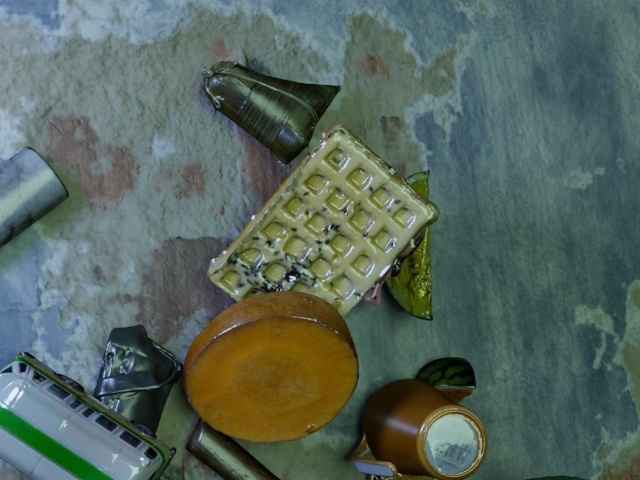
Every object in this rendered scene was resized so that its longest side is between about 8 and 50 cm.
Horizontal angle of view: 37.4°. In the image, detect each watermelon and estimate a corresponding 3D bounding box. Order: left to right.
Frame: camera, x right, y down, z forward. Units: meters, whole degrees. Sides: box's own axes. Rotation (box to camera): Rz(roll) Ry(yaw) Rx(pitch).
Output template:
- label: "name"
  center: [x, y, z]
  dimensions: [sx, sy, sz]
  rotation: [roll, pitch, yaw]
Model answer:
- label: "watermelon"
  center: [0.189, 0.012, 1.901]
  dimensions: [0.123, 0.129, 0.301]
  rotation: [4, 82, -31]
- label: "watermelon"
  center: [0.268, 0.283, 1.910]
  dimensions: [0.094, 0.125, 0.135]
  rotation: [68, 28, -15]

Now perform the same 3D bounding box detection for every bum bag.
- label: "bum bag"
  center: [-0.326, 0.303, 1.606]
  dimensions: [0.142, 0.079, 0.326]
  rotation: [17, 73, -17]

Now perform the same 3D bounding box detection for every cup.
- label: "cup"
  center: [0.174, 0.362, 1.723]
  dimensions: [0.226, 0.264, 0.182]
  rotation: [-28, 93, -14]

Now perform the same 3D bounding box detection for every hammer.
- label: "hammer"
  center: [-0.075, 0.467, 1.692]
  dimensions: [0.409, 0.095, 0.242]
  rotation: [41, 69, -10]

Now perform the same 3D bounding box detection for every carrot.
- label: "carrot"
  center: [-0.088, 0.224, 1.647]
  dimensions: [0.307, 0.100, 0.258]
  rotation: [-16, 110, -5]

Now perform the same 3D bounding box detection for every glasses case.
- label: "glasses case"
  center: [-0.565, -0.031, 1.563]
  dimensions: [0.299, 0.060, 0.114]
  rotation: [-42, 102, -27]

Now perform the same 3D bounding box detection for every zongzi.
- label: "zongzi"
  center: [-0.098, -0.300, 1.849]
  dimensions: [0.247, 0.111, 0.241]
  rotation: [37, 47, -9]

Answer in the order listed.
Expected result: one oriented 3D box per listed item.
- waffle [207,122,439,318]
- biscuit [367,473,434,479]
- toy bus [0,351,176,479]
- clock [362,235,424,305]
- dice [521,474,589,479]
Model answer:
- label: "waffle"
  center: [0.000, 0.000, 1.716]
  dimensions: [0.261, 0.114, 0.376]
  rotation: [42, 98, -10]
- label: "biscuit"
  center: [0.168, 0.414, 1.864]
  dimensions: [0.183, 0.043, 0.280]
  rotation: [39, 62, -11]
- label: "toy bus"
  center: [-0.396, 0.311, 1.467]
  dimensions: [0.305, 0.179, 0.143]
  rotation: [34, 86, 2]
- label: "clock"
  center: [0.084, 0.002, 1.824]
  dimensions: [0.194, 0.100, 0.195]
  rotation: [34, 96, -10]
- label: "dice"
  center: [0.416, 0.650, 1.777]
  dimensions: [0.318, 0.322, 0.330]
  rotation: [-21, 88, -29]
